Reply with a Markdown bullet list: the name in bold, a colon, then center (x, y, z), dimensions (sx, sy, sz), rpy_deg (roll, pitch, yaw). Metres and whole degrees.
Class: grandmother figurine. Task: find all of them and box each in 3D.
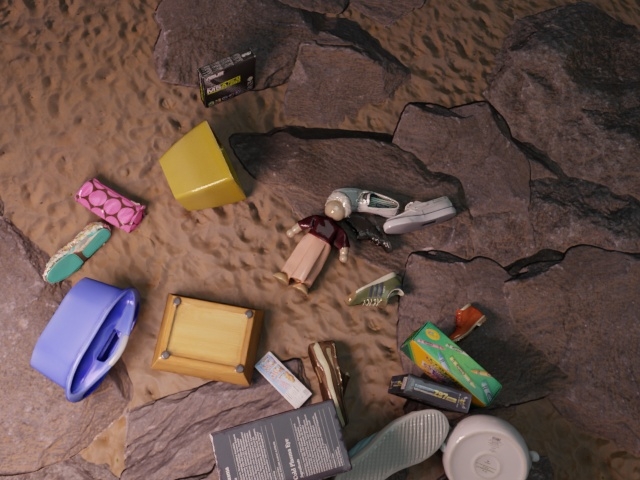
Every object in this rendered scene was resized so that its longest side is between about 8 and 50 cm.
- **grandmother figurine**: center (0.000, 0.000, 1.970), dimensions (0.208, 0.104, 0.342), rpy_deg (30, 76, -5)

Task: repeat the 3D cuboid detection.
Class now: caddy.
- **caddy**: center (-0.619, 0.270, 1.739), dimensions (0.179, 0.241, 0.341), rpy_deg (23, 70, 8)

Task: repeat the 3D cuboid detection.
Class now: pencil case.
- **pencil case**: center (-0.642, -0.112, 1.944), dimensions (0.209, 0.095, 0.098), rpy_deg (29, 105, 1)

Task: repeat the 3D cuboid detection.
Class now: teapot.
- **teapot**: center (0.457, 0.592, 1.794), dimensions (0.252, 0.187, 0.256), rpy_deg (-30, 94, 12)

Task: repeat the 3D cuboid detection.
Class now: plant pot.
- **plant pot**: center (-0.371, -0.208, 1.960), dimensions (0.187, 0.212, 0.212), rpy_deg (-25, 76, -1)

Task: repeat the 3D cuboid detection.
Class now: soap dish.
- **soap dish**: center (-0.323, 0.280, 1.833), dimensions (0.291, 0.118, 0.229), rpy_deg (11, 70, -4)

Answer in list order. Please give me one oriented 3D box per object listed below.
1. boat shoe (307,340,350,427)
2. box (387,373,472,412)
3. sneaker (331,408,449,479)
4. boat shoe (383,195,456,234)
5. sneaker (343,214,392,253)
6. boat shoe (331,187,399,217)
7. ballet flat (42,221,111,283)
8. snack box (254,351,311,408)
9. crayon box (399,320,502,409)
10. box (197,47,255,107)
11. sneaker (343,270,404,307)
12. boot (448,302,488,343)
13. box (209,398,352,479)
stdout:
- **boat shoe**: center (0.047, 0.411, 1.849), dimensions (0.095, 0.095, 0.257), rpy_deg (-13, 73, -17)
- **box**: center (0.304, 0.433, 1.796), dimensions (0.183, 0.232, 0.059), rpy_deg (19, 76, 0)
- **sneaker**: center (0.180, 0.573, 1.767), dimensions (0.366, 0.150, 0.135), rpy_deg (-29, 94, -5)
- **boat shoe**: center (0.313, -0.085, 2.058), dimensions (0.258, 0.095, 0.084), rpy_deg (-12, 69, -22)
- **sneaker**: center (0.153, -0.017, 2.031), dimensions (0.089, 0.051, 0.170), rpy_deg (-26, 71, -14)
- **boat shoe**: center (0.147, -0.134, 2.054), dimensions (0.226, 0.076, 0.083), rpy_deg (9, 70, -4)
- **ballet flat**: center (-0.733, 0.032, 1.899), dimensions (0.077, 0.091, 0.241), rpy_deg (30, 62, 36)
- **snack box**: center (-0.111, 0.411, 1.865), dimensions (0.178, 0.022, 0.064), rpy_deg (44, 73, 8)
- **crayon box**: center (0.377, 0.370, 1.862), dimensions (0.278, 0.165, 0.081), rpy_deg (42, 72, 8)
- **box**: center (-0.304, -0.529, 2.077), dimensions (0.191, 0.184, 0.045), rpy_deg (-27, 78, -16)
- **sneaker**: center (0.174, 0.172, 1.957), dimensions (0.192, 0.064, 0.086), rpy_deg (-26, 71, -18)
- **boot**: center (0.437, 0.260, 1.969), dimensions (0.158, 0.059, 0.084), rpy_deg (-36, 76, -25)
- **box**: center (-0.113, 0.546, 1.648), dimensions (0.312, 0.343, 0.179), rpy_deg (-14, 75, -12)
